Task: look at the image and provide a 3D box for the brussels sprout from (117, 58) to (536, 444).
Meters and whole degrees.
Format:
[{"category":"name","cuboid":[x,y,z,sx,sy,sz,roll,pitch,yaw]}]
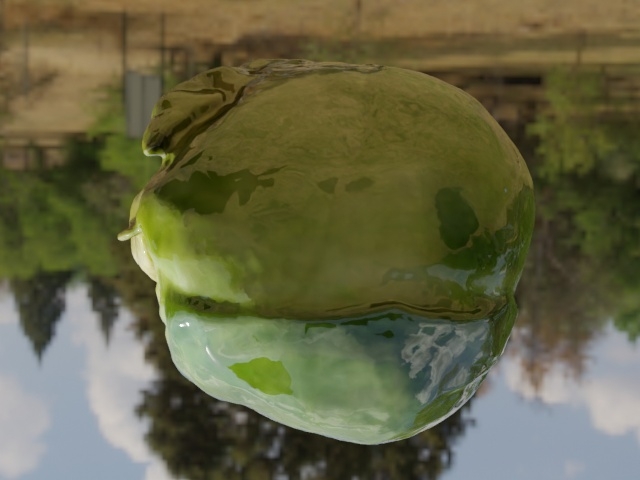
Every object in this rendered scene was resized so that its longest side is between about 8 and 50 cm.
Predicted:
[{"category":"brussels sprout","cuboid":[0.008,0.000,0.585,0.146,0.131,0.183,2,-157,8]}]
